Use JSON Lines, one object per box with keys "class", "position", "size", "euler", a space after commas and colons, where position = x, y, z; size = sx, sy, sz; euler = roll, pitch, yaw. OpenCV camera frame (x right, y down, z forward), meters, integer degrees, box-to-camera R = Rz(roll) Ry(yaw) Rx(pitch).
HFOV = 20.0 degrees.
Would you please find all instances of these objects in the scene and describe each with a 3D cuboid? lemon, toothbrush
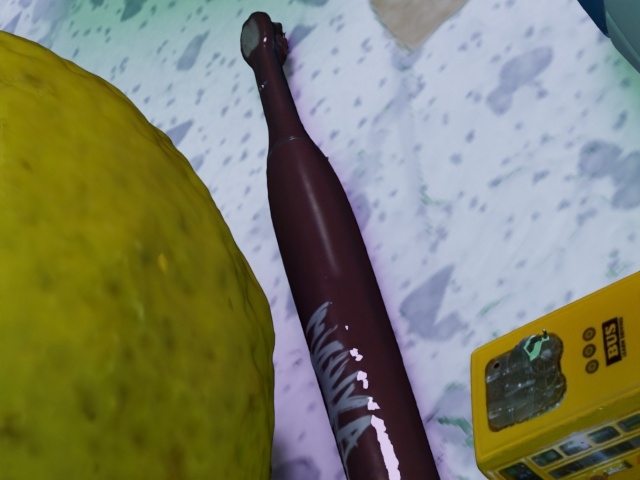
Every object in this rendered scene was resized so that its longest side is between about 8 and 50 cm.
{"class": "lemon", "position": [-0.189, 0.089, 0.725], "size": [0.350, 0.350, 0.387], "euler": [-27, 37, 32]}
{"class": "toothbrush", "position": [-0.001, 0.000, 0.837], "size": [0.041, 0.041, 0.364], "euler": [-40, 38, 19]}

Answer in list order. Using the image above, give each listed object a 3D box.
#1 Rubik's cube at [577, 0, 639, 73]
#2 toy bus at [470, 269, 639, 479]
{"class": "Rubik's cube", "position": [0.160, -0.112, 0.681], "size": [0.254, 0.254, 0.254], "euler": [-28, 43, 31]}
{"class": "toy bus", "position": [0.132, 0.042, 0.623], "size": [0.162, 0.074, 0.069], "euler": [-29, 43, 32]}
